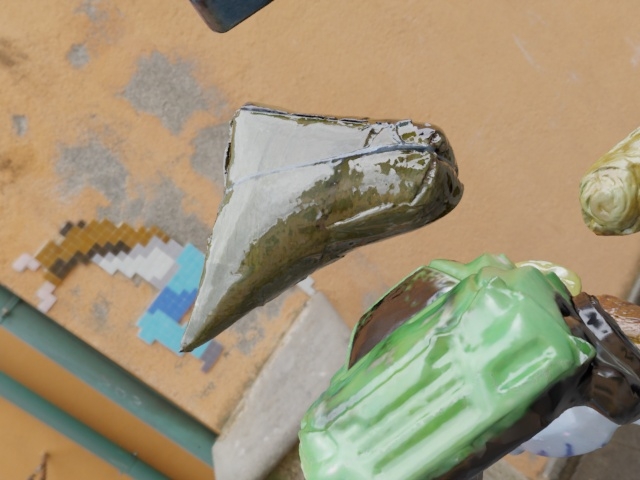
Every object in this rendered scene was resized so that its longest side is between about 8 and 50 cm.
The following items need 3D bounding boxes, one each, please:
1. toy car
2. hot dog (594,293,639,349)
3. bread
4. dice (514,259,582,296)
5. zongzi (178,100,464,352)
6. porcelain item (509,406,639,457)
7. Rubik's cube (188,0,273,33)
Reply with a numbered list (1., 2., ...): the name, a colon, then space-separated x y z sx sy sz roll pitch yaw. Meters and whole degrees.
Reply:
1. toy car: 0.111 0.099 0.481 0.213 0.176 0.358 -42 -25 17
2. hot dog: 0.585 0.177 1.160 0.099 0.160 0.227 -41 20 0
3. bread: 0.512 -0.107 0.968 0.267 0.152 0.130 -34 60 -14
4. dice: 0.464 0.156 1.342 0.166 0.169 0.169 7 38 20
5. zongzi: 0.000 0.000 0.875 0.356 0.174 0.393 8 72 26
6. porcelain item: 0.589 0.389 1.500 0.242 0.178 0.405 -37 0 -43
7. Rubik's cube: -0.047 -0.304 0.323 0.237 0.238 0.237 -34 -14 2
